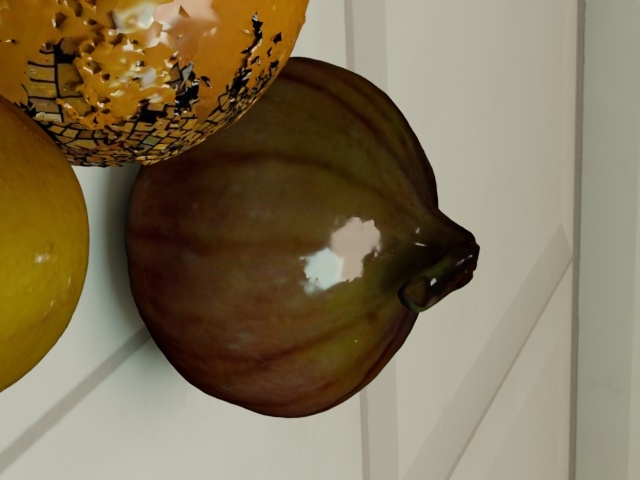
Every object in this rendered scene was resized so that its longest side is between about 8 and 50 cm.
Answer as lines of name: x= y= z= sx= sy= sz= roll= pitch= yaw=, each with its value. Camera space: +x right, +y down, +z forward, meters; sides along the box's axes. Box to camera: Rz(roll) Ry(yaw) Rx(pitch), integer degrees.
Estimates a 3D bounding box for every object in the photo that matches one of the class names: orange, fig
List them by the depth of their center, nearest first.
orange: x=-0.102 y=-0.153 z=0.710 sx=0.234 sy=0.182 sz=0.234 roll=-11 pitch=103 yaw=-56
fig: x=-0.015 y=-0.001 z=0.949 sx=0.235 sy=0.214 sz=0.235 roll=172 pitch=-90 yaw=-89

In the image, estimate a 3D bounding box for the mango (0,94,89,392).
mango: x=-0.180 y=0.007 z=0.515 sx=0.254 sy=0.175 sz=0.139 roll=-27 pitch=104 yaw=-70
